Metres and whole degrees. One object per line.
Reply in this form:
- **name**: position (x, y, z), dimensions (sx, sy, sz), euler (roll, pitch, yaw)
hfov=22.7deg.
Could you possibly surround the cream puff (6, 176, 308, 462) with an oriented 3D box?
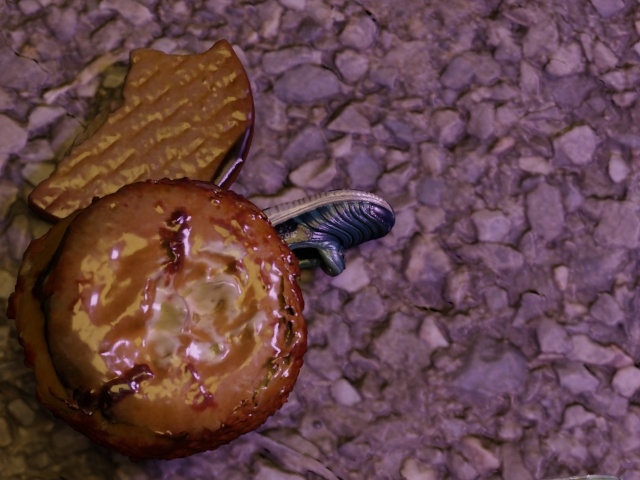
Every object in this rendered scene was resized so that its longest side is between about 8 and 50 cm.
- **cream puff**: position (-0.131, 0.067, 1.293), dimensions (0.240, 0.164, 0.240), euler (5, 75, -20)

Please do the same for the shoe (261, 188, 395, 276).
- **shoe**: position (0.000, 0.000, 1.396), dimensions (0.143, 0.064, 0.071), euler (-15, 68, -12)

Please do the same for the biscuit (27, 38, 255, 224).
- **biscuit**: position (-0.160, -0.087, 1.427), dimensions (0.229, 0.031, 0.176), euler (-18, 69, -15)

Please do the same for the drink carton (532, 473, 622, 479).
- **drink carton**: position (0.170, 0.268, 1.265), dimensions (0.146, 0.144, 0.142), euler (-3, 72, -10)
